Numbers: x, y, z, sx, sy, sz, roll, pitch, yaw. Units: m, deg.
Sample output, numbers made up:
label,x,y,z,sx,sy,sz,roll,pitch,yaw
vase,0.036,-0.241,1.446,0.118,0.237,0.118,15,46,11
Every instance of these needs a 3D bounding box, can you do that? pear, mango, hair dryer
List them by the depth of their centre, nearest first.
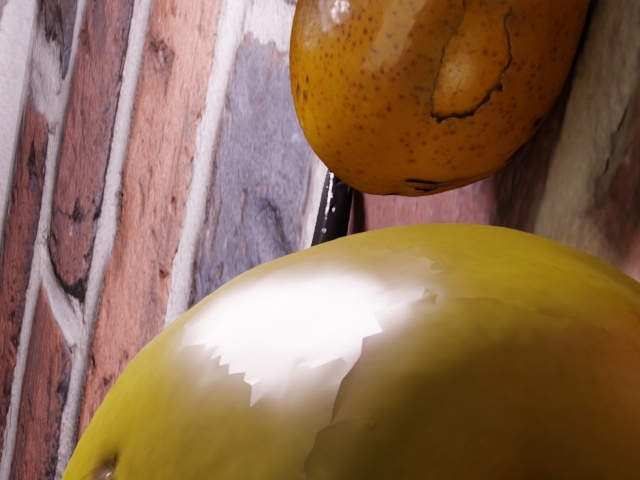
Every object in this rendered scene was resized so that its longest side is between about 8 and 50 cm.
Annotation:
label,x,y,z,sx,sy,sz,roll,pitch,yaw
pear,0.048,0.164,0.722,0.418,0.362,0.363,112,156,-69
mango,0.084,-0.156,0.982,0.191,0.159,0.290,-118,49,-63
hair dryer,0.000,0.000,1.288,0.195,0.075,0.219,145,137,-73
